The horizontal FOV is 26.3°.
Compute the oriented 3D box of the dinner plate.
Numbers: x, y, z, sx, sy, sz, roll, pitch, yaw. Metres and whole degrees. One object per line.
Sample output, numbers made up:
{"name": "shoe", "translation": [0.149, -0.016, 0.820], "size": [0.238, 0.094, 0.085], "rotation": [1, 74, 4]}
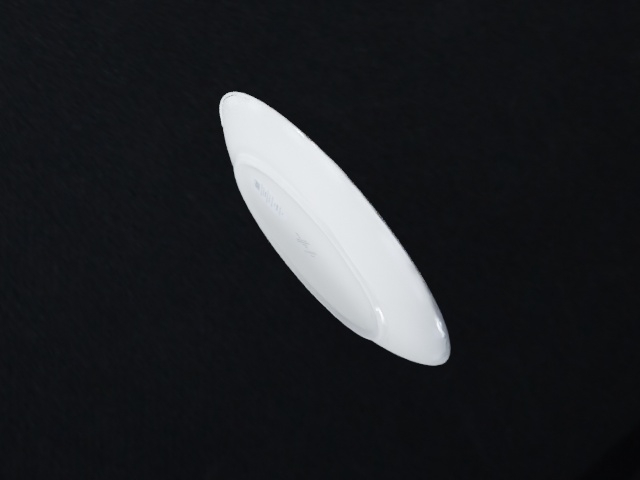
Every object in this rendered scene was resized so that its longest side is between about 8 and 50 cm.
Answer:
{"name": "dinner plate", "translation": [0.000, 0.000, 0.561], "size": [0.017, 0.141, 0.141], "rotation": [-38, -64, -14]}
